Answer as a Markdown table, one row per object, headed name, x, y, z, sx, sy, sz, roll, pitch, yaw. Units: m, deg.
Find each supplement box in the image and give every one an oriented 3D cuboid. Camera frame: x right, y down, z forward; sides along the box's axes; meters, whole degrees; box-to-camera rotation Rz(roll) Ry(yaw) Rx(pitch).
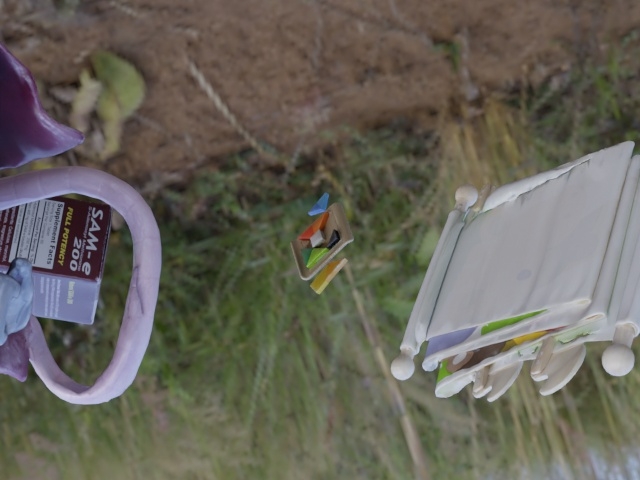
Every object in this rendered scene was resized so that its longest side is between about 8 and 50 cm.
| name | x | y | z | sx | sy | sz | roll | pitch | yaw |
| --- | --- | --- | --- | --- | --- | --- | --- | --- | --- |
| supplement box | -0.298 | 0.003 | 1.088 | 0.239 | 0.073 | 0.130 | 10 | 159 | -10 |

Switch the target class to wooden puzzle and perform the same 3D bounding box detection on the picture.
| name | x | y | z | sx | sy | sz | roll | pitch | yaw |
| --- | --- | --- | --- | --- | --- | --- | --- | --- | --- |
| wooden puzzle | 0.000 | 0.000 | 1.410 | 0.078 | 0.014 | 0.116 | -44 | -144 | 13 |

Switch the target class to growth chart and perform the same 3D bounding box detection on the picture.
| name | x | y | z | sx | sy | sz | roll | pitch | yaw |
| --- | --- | --- | --- | --- | --- | --- | --- | --- | --- |
| growth chart | 0.118 | 0.020 | 0.769 | 0.237 | 0.021 | 0.172 | -16 | -134 | 61 |

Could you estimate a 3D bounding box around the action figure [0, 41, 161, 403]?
| name | x | y | z | sx | sy | sz | roll | pitch | yaw |
| --- | --- | --- | --- | --- | --- | --- | --- | --- | --- |
| action figure | -0.289 | -0.062 | 0.750 | 0.370 | 0.248 | 0.275 | 5 | 167 | 43 |
